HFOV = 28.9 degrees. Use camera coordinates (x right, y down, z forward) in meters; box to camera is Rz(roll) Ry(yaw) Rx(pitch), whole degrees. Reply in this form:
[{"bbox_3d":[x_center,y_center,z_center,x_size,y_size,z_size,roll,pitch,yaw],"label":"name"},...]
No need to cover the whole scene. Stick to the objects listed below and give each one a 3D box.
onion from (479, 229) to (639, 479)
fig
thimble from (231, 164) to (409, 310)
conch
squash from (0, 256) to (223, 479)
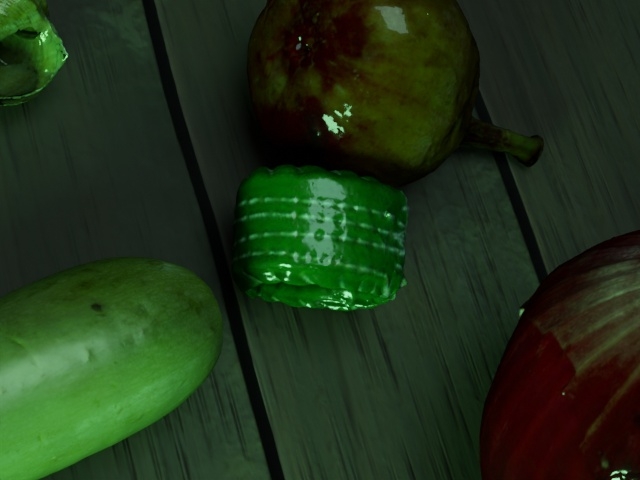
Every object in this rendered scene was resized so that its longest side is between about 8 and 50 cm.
[{"bbox_3d":[0.270,0.130,0.863,0.341,0.341,0.341,11,61,-20],"label":"onion"},{"bbox_3d":[0.078,-0.100,0.975,0.290,0.190,0.191,35,54,-24],"label":"fig"},{"bbox_3d":[0.000,0.000,0.910,0.130,0.118,0.090,5,75,-2],"label":"thimble"},{"bbox_3d":[-0.230,-0.140,0.897,0.089,0.074,0.121,24,53,0],"label":"conch"},{"bbox_3d":[-0.223,0.107,0.758,0.370,0.118,0.118,-25,78,-29],"label":"squash"}]
